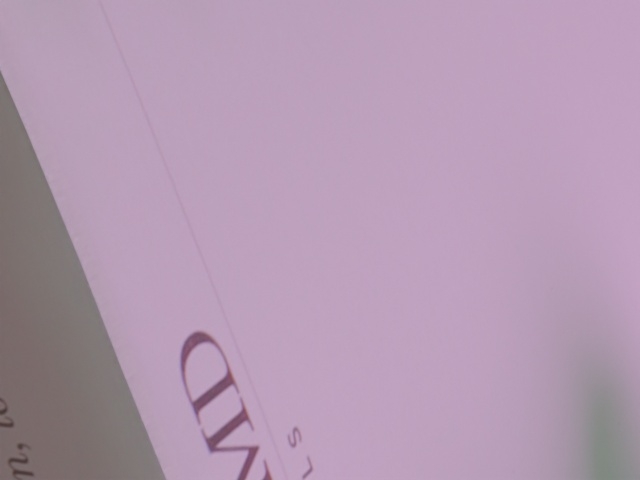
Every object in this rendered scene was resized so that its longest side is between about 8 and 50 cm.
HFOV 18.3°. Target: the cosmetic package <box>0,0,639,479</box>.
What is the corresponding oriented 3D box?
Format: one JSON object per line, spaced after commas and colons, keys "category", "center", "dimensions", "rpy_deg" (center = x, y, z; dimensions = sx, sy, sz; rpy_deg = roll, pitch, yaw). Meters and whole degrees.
{"category": "cosmetic package", "center": [0.000, 0.000, 0.528], "dimensions": [0.385, 0.156, 0.217], "rpy_deg": [-41, 114, -56]}
